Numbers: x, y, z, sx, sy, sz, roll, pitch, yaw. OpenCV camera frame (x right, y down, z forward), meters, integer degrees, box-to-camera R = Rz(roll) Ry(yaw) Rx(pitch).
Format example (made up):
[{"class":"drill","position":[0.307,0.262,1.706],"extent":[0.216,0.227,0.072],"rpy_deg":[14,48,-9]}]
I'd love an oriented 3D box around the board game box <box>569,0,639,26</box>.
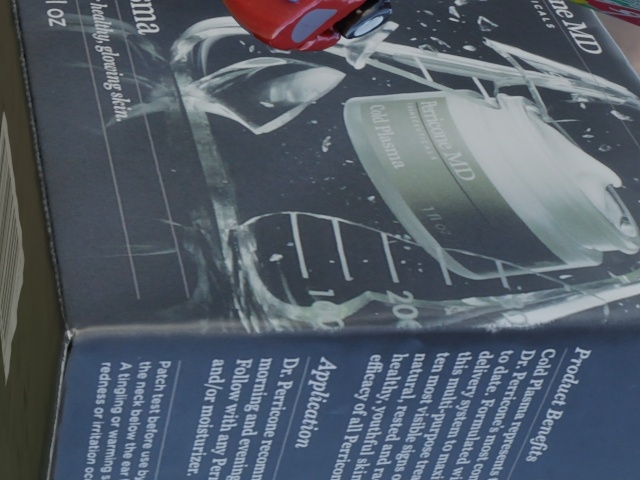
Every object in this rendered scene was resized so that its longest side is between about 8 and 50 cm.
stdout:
[{"class":"board game box","position":[0.186,-0.101,0.575],"extent":[0.259,0.124,0.039],"rpy_deg":[-148,-105,-81]}]

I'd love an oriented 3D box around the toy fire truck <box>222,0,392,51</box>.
[{"class":"toy fire truck","position":[0.031,-0.118,0.402],"extent":[0.192,0.047,0.135],"rpy_deg":[-32,172,27]}]

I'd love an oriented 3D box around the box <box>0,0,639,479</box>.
[{"class":"box","position":[0.000,0.000,1.056],"extent":[0.480,0.471,0.297],"rpy_deg":[-111,-151,-45]}]
